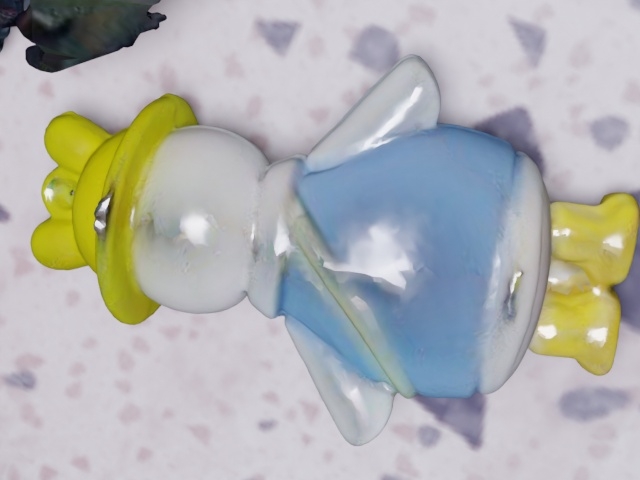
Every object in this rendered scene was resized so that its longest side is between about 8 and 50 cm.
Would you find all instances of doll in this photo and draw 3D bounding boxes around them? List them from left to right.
[{"bbox_3d":[0.000,-0.001,0.724,0.241,0.099,0.135,11,132,10],"label":"doll"}]

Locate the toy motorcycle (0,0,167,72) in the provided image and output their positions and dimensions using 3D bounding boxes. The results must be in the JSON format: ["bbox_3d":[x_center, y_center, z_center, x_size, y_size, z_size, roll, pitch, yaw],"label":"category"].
[{"bbox_3d":[-0.112,-0.140,0.670,0.270,0.106,0.159,-22,144,29],"label":"toy motorcycle"}]
